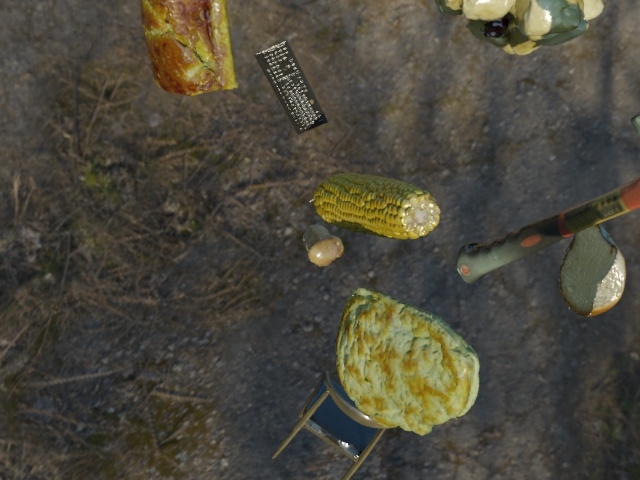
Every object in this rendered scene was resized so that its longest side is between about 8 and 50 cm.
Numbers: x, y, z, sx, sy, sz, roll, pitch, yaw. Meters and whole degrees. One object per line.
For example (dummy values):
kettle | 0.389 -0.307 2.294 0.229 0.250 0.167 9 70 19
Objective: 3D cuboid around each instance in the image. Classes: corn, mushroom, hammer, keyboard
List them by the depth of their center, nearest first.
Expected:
hammer | 0.204 -0.014 0.699 0.033 0.287 0.111 -32 91 -30
corn | 0.084 -0.058 1.327 0.101 0.310 0.102 -4 98 -29
keyboard | -0.050 -0.267 1.474 0.198 0.063 0.010 59 15 -46
mushroom | 0.000 0.000 1.970 0.084 0.209 0.071 -32 108 1

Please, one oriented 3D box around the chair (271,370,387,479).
chair | 0.046 0.389 1.786 0.188 0.272 0.166 34 37 3

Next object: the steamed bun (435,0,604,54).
steamed bun | 0.191 -0.249 0.841 0.192 0.106 0.177 23 18 -6

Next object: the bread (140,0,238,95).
bread | -0.184 -0.290 1.128 0.103 0.132 0.172 -23 120 -33

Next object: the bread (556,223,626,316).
bread | 0.387 0.042 1.172 0.044 0.126 0.129 11 26 -9

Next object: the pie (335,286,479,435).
pie | 0.118 0.173 1.191 0.248 0.201 0.090 22 26 40
